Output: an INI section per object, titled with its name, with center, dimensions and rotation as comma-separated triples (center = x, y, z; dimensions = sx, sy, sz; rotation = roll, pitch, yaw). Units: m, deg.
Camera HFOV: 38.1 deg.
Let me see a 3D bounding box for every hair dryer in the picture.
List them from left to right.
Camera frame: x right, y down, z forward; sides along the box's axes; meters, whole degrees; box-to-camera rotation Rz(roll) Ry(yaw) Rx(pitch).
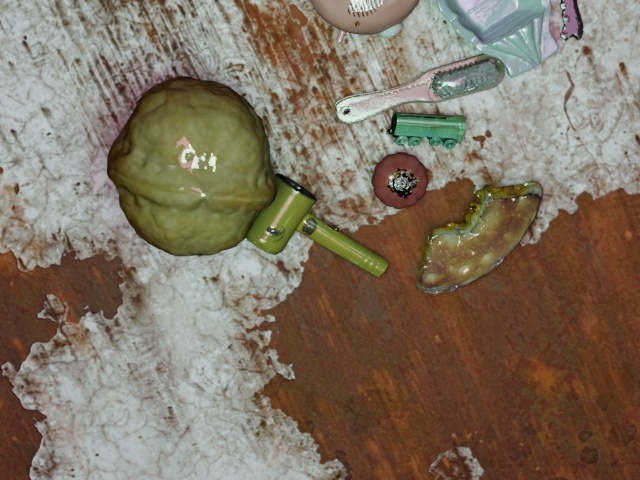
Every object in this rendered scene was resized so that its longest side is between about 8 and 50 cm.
[hair dryer]
center = 0.000, 0.000, 1.766
dimensions = 0.278, 0.090, 0.135
rotation = 31, 99, -12

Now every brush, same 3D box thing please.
[brush]
center = 0.185, -0.277, 1.721
dimensions = 0.327, 0.065, 0.070
rotation = -15, 103, 3

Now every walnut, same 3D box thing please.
[walnut]
center = -0.220, -0.124, 1.602
dimensions = 0.306, 0.344, 0.306
rotation = -5, 108, -15

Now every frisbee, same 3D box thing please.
[frisbee]
center = 0.464, -0.464, 1.711
dimensions = 0.211, 0.012, 0.187
rotation = -11, 100, 0

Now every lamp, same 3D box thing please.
[lamp]
center = 0.149, -0.112, 1.735
dimensions = 0.107, 0.092, 0.108
rotation = 0, 101, 0

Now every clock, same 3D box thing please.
[clock]
center = 0.080, -0.476, 1.642
dimensions = 0.227, 0.142, 0.241
rotation = -25, 104, 4

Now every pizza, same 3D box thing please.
[pizza]
center = 0.296, -0.013, 1.761
dimensions = 0.305, 0.086, 0.161
rotation = -40, 121, 9

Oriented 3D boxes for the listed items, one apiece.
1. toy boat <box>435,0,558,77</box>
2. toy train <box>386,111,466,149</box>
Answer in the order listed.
[toy boat]
center = 0.311, -0.439, 1.670
dimensions = 0.199, 0.100, 0.290
rotation = -30, 99, 6
[toy train]
center = 0.197, -0.207, 1.731
dimensions = 0.147, 0.038, 0.071
rotation = 2, 141, -6
